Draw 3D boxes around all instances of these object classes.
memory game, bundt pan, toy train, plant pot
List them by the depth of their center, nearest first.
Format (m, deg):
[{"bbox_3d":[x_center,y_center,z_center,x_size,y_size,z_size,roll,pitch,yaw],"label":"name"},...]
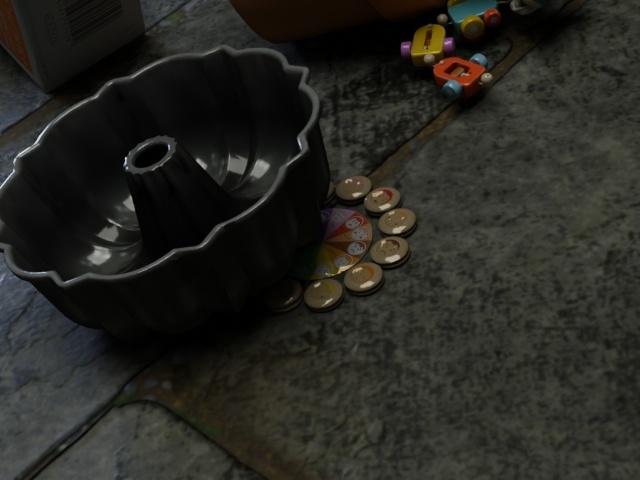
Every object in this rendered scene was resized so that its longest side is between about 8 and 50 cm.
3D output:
[{"bbox_3d":[-0.134,-0.037,1.132,0.330,0.124,0.331,-16,39,14],"label":"bundt pan"},{"bbox_3d":[0.000,0.000,1.138,0.186,0.012,0.186,-11,40,9],"label":"memory game"},{"bbox_3d":[0.160,-0.204,1.288,0.125,0.046,0.166,21,56,34],"label":"toy train"},{"bbox_3d":[-0.007,-0.354,1.363,0.203,0.291,0.291,-24,37,19],"label":"plant pot"}]

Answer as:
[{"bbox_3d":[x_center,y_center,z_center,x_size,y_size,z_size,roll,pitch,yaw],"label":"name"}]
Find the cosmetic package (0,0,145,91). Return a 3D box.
[{"bbox_3d":[-0.424,-0.425,1.493,0.161,0.230,0.453,-36,67,-19],"label":"cosmetic package"}]

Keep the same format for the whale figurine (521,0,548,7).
[{"bbox_3d":[0.190,-0.374,1.274,0.216,0.141,0.272,-21,70,-42],"label":"whale figurine"}]
